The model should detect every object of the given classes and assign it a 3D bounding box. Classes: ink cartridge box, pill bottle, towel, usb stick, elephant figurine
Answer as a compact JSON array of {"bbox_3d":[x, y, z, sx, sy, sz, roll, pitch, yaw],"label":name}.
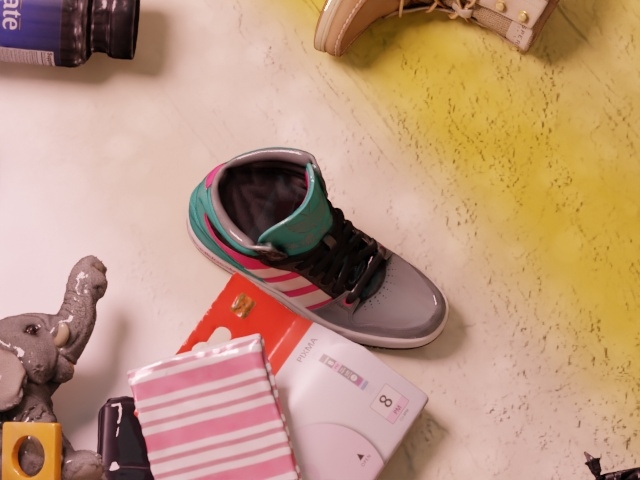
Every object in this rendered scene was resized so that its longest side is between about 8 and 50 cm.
[{"bbox_3d":[-0.037,0.166,1.942,0.232,0.066,0.189,37,73,-7],"label":"ink cartridge box"},{"bbox_3d":[-0.303,-0.247,2.062,0.219,0.123,0.123,5,71,-2],"label":"pill bottle"},{"bbox_3d":[-0.101,0.199,1.895,0.144,0.029,0.197,-17,79,10],"label":"towel"},{"bbox_3d":[-0.187,0.288,1.922,0.077,0.045,0.278,4,70,-8],"label":"usb stick"},{"bbox_3d":[-0.302,0.149,1.920,0.186,0.169,0.239,4,61,-38],"label":"elephant figurine"}]

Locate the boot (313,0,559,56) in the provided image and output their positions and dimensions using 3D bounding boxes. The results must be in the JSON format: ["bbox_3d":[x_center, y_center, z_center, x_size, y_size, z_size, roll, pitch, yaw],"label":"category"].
[{"bbox_3d":[0.136,-0.258,2.102,0.203,0.095,0.262,37,69,9],"label":"boot"}]

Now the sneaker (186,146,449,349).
[{"bbox_3d":[0.000,0.000,1.958,0.295,0.178,0.124,25,72,6],"label":"sneaker"}]

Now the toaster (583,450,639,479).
[{"bbox_3d":[0.344,0.300,1.903,0.168,0.110,0.185,-4,71,-4],"label":"toaster"}]

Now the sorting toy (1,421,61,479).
[{"bbox_3d":[-0.395,0.207,1.841,0.348,0.047,0.196,-16,78,28],"label":"sorting toy"}]
